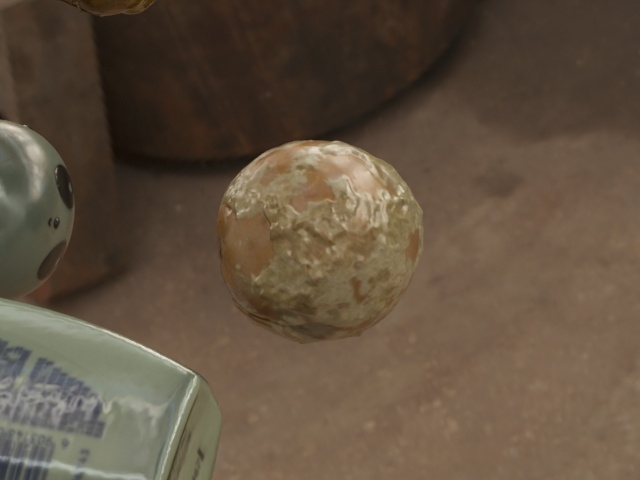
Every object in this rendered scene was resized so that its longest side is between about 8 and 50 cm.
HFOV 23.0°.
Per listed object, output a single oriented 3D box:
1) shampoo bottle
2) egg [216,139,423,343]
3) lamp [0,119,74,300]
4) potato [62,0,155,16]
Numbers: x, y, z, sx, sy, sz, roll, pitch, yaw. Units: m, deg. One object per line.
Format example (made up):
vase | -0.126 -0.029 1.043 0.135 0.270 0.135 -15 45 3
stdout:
shampoo bottle | -0.233 0.084 0.822 0.359 0.078 0.134 8 64 16
egg | 0.000 0.000 1.468 0.195 0.195 0.233 -7 6 20
lamp | -0.354 -0.032 1.619 0.198 0.198 0.244 -14 -6 11
potato | -0.212 -0.285 1.194 0.140 0.173 0.300 -26 68 -18
